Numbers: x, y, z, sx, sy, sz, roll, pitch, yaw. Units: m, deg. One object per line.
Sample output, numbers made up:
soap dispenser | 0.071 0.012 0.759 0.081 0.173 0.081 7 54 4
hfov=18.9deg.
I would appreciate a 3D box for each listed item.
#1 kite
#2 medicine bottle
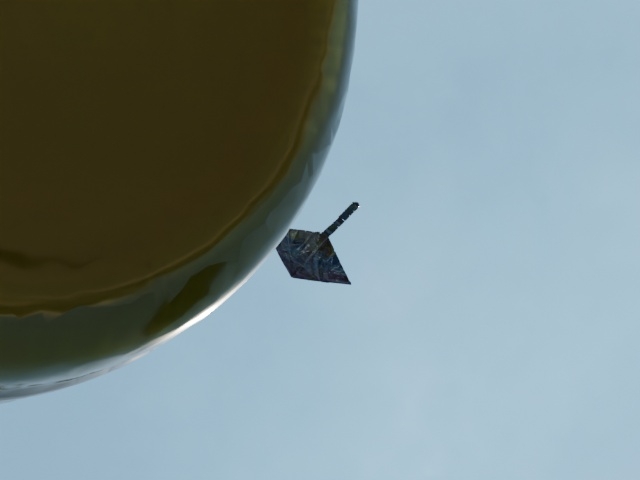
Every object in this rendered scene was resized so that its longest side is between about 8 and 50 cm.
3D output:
kite | 0.004 0.004 0.867 0.078 0.044 0.002 -14 -145 50
medicine bottle | -0.180 -0.045 0.597 0.384 0.224 0.224 -15 -152 53
